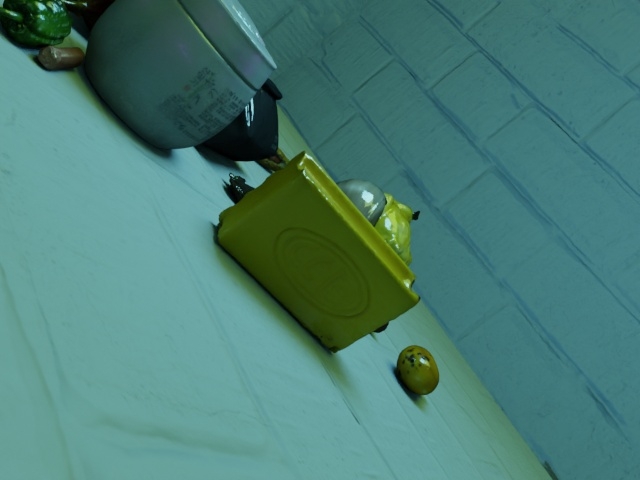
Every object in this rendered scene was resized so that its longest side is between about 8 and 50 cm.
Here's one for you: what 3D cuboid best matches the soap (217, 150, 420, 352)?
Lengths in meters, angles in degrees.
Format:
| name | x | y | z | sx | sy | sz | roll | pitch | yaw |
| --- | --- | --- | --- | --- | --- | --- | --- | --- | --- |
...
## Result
| name | x | y | z | sx | sy | sz | roll | pitch | yaw |
| --- | --- | --- | --- | --- | --- | --- | --- | --- | --- |
| soap | -0.001 | 0.033 | 1.199 | 0.324 | 0.204 | 0.096 | 46 | 20 | -23 |

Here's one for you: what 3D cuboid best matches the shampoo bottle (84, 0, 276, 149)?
| name | x | y | z | sx | sy | sz | roll | pitch | yaw |
| --- | --- | --- | --- | --- | --- | --- | --- | --- | --- |
| shampoo bottle | -0.236 | -0.314 | 1.219 | 0.273 | 0.266 | 0.273 | 50 | 7 | -9 |

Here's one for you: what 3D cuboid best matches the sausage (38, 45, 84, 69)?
| name | x | y | z | sx | sy | sz | roll | pitch | yaw |
| --- | --- | --- | --- | --- | --- | --- | --- | --- | --- |
| sausage | -0.383 | -0.272 | 1.060 | 0.035 | 0.030 | 0.147 | 52 | 8 | -12 |

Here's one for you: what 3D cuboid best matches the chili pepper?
| name | x | y | z | sx | sy | sz | roll | pitch | yaw |
| --- | --- | --- | --- | --- | --- | --- | --- | --- | --- |
| chili pepper | -0.414 | -0.332 | 1.047 | 0.100 | 0.074 | 0.257 | 44 | 6 | -21 |

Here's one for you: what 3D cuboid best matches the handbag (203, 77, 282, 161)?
| name | x | y | z | sx | sy | sz | roll | pitch | yaw |
| --- | --- | --- | --- | --- | --- | --- | --- | --- | --- |
| handbag | -0.181 | -0.329 | 1.602 | 0.302 | 0.177 | 0.275 | 6 | 80 | -80 |

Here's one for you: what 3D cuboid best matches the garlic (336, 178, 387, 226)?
| name | x | y | z | sx | sy | sz | roll | pitch | yaw |
| --- | --- | --- | --- | --- | --- | --- | --- | --- | --- |
| garlic | 0.035 | 0.002 | 1.401 | 0.292 | 0.210 | 0.238 | -48 | 129 | -67 |

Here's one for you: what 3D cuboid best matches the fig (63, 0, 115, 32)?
| name | x | y | z | sx | sy | sz | roll | pitch | yaw |
| --- | --- | --- | --- | --- | --- | --- | --- | --- | --- |
| fig | -0.401 | -0.443 | 1.351 | 0.320 | 0.217 | 0.217 | -16 | 64 | -49 |

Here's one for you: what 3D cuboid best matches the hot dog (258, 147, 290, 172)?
| name | x | y | z | sx | sy | sz | roll | pitch | yaw |
| --- | --- | --- | --- | --- | --- | --- | --- | --- | --- |
| hot dog | -0.168 | -0.255 | 2.018 | 0.083 | 0.068 | 0.289 | 29 | 0 | 32 |

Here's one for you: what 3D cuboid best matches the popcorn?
| name | x | y | z | sx | sy | sz | roll | pitch | yaw |
| --- | --- | --- | --- | --- | --- | --- | --- | --- | --- |
| popcorn | 0.160 | -0.034 | 2.078 | 0.297 | 0.280 | 0.316 | 86 | -18 | -53 |

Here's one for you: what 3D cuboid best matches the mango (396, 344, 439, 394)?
| name | x | y | z | sx | sy | sz | roll | pitch | yaw |
| --- | --- | --- | --- | --- | --- | --- | --- | --- | --- |
| mango | 0.225 | 0.296 | 1.635 | 0.115 | 0.090 | 0.178 | 63 | 8 | 13 |

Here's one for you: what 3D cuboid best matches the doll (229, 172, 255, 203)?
| name | x | y | z | sx | sy | sz | roll | pitch | yaw |
| --- | --- | --- | --- | --- | --- | --- | --- | --- | --- |
| doll | -0.133 | -0.076 | 1.471 | 0.165 | 0.057 | 0.139 | 51 | 10 | 35 |

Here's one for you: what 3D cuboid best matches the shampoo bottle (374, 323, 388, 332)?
| name | x | y | z | sx | sy | sz | roll | pitch | yaw |
| --- | --- | --- | --- | --- | --- | --- | --- | --- | --- |
| shampoo bottle | 0.120 | 0.148 | 1.780 | 0.067 | 0.068 | 0.236 | 46 | 9 | -19 |
